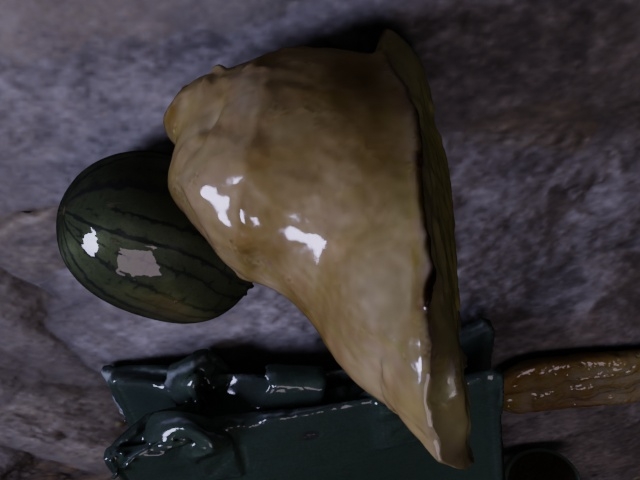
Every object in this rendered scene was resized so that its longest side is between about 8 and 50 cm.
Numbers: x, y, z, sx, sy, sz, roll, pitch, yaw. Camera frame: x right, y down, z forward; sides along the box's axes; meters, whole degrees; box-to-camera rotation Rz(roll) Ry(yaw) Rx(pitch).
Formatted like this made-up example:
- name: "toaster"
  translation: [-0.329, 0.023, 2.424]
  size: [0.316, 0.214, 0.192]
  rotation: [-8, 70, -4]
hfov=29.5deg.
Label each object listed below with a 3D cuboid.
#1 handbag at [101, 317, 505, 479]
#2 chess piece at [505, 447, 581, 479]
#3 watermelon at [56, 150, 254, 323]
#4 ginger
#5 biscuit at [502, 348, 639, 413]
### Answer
- name: "handbag"
  translation: [-0.001, 0.148, 0.821]
  size: [0.248, 0.079, 0.260]
  rotation: [-9, 146, 0]
- name: "chess piece"
  translation: [0.168, 0.209, 0.971]
  size: [0.067, 0.067, 0.103]
  rotation: [-6, 156, -4]
- name: "watermelon"
  translation: [-0.074, 0.000, 0.579]
  size: [0.078, 0.078, 0.111]
  rotation: [-30, 143, 29]
- name: "ginger"
  translation: [0.003, 0.003, 0.493]
  size: [0.123, 0.193, 0.115]
  rotation: [-6, 143, -6]
- name: "biscuit"
  translation: [0.186, 0.097, 0.838]
  size: [0.147, 0.018, 0.071]
  rotation: [-3, 148, -7]
